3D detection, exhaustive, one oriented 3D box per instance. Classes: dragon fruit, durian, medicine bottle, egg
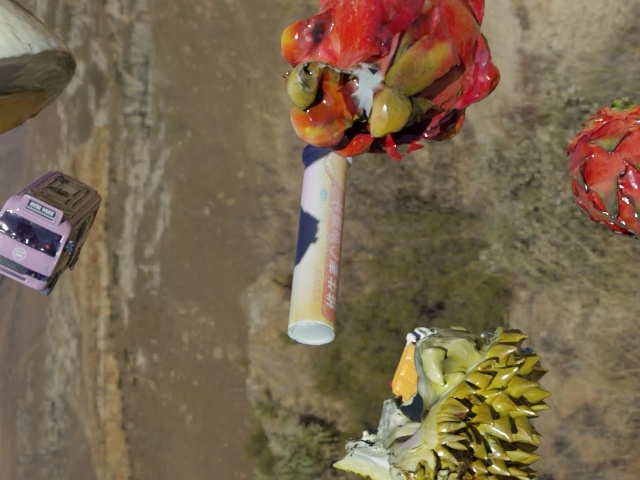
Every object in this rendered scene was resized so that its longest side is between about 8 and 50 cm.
[{"bbox_3d":[0.498,-0.101,1.456,0.193,0.192,0.274,128,139,-64],"label":"dragon fruit"},{"bbox_3d":[0.100,0.151,0.742,0.306,0.166,0.172,87,-170,-83],"label":"durian"},{"bbox_3d":[0.000,0.000,1.825,0.108,0.108,0.426,117,161,-56],"label":"medicine bottle"},{"bbox_3d":[0.072,-0.193,1.019,0.307,0.227,0.243,-53,-7,-19],"label":"dragon fruit"},{"bbox_3d":[-0.463,-0.204,1.015,0.201,0.337,0.337,62,162,-2],"label":"egg"}]

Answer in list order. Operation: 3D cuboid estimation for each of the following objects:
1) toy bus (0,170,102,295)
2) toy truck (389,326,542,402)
[{"bbox_3d":[-0.330,-0.015,1.099,0.108,0.096,0.199,-61,9,11],"label":"toy bus"},{"bbox_3d":[0.233,0.210,1.455,0.135,0.270,0.114,37,113,50],"label":"toy truck"}]
